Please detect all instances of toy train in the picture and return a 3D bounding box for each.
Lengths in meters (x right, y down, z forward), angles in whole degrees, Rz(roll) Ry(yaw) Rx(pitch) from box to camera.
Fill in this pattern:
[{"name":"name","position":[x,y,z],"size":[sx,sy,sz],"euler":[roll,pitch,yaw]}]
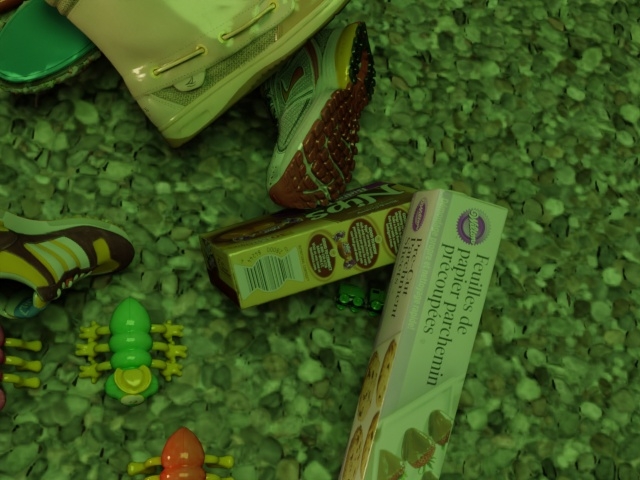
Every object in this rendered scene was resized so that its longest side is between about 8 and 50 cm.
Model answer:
[{"name":"toy train","position":[0.053,0.056,0.875],"size":[0.083,0.017,0.024],"euler":[12,56,-6]}]

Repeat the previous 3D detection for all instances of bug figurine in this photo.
[{"name":"bug figurine","position":[-0.206,0.153,0.758],"size":[0.279,0.072,0.216],"euler":[-3,69,-11]}]

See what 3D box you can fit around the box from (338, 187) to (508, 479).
[{"name":"box","position":[0.070,0.122,0.766],"size":[0.063,0.067,0.324],"euler":[16,88,-14]}]

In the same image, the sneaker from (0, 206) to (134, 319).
[{"name":"sneaker","position":[-0.222,0.026,0.771],"size":[0.185,0.069,0.084],"euler":[7,56,-49]}]

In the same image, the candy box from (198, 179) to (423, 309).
[{"name":"candy box","position":[0.000,0.000,0.833],"size":[0.186,0.109,0.053],"euler":[-18,105,-16]}]

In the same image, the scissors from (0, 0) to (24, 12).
[{"name":"scissors","position":[-0.392,-0.212,0.896],"size":[0.297,0.021,0.109],"euler":[-38,79,-22]}]

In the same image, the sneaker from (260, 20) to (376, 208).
[{"name":"sneaker","position":[-0.013,-0.111,0.882],"size":[0.092,0.088,0.225],"euler":[-2,43,19]}]

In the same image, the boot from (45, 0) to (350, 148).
[{"name":"boot","position":[-0.093,-0.233,0.823],"size":[0.262,0.095,0.203],"euler":[-39,102,12]}]

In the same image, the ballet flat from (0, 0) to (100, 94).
[{"name":"ballet flat","position":[-0.216,-0.215,0.900],"size":[0.091,0.077,0.241],"euler":[33,69,1]}]
